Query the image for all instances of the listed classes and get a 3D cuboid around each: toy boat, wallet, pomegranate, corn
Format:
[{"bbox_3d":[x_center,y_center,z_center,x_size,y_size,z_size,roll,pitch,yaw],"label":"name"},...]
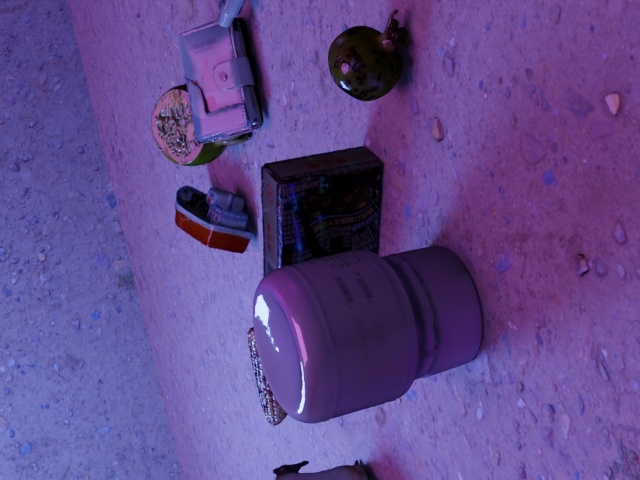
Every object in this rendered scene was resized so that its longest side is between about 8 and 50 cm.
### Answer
[{"bbox_3d":[-0.278,-0.078,2.422,0.332,0.145,0.133,30,106,58],"label":"toy boat"},{"bbox_3d":[-0.222,-0.352,2.124,0.176,0.075,0.251,-11,90,34],"label":"wallet"},{"bbox_3d":[-0.268,-0.283,2.278,0.240,0.159,0.190,-26,84,38],"label":"pomegranate"},{"bbox_3d":[0.082,-0.289,1.506,0.161,0.122,0.122,-43,58,33],"label":"pomegranate"},{"bbox_3d":[-0.117,0.319,2.319,0.086,0.086,0.254,17,120,64],"label":"corn"}]

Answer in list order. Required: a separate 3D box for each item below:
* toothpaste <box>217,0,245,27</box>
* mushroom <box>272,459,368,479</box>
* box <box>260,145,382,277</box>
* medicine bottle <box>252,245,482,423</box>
[{"bbox_3d":[-0.148,-0.551,1.943,0.075,0.048,0.297,64,143,28],"label":"toothpaste"},{"bbox_3d":[0.058,0.670,1.919,0.397,0.224,0.314,50,143,46],"label":"mushroom"},{"bbox_3d":[0.000,0.000,1.722,0.084,0.198,0.310,-133,37,-51],"label":"box"},{"bbox_3d":[0.071,0.133,1.495,0.241,0.301,0.241,167,90,-68],"label":"medicine bottle"}]
